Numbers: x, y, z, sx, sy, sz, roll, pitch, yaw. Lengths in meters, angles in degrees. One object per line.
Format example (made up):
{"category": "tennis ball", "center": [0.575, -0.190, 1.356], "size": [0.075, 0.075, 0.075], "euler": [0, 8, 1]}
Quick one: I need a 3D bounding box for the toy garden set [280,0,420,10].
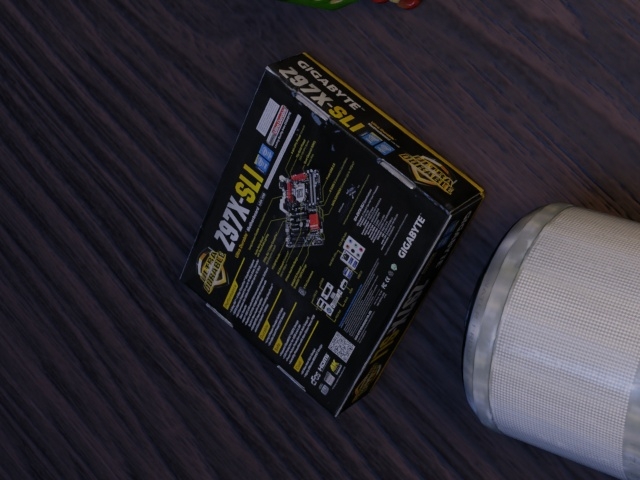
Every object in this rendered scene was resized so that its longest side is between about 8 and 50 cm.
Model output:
{"category": "toy garden set", "center": [0.101, -0.266, 1.045], "size": [0.244, 0.203, 0.049], "euler": [-16, 85, 32]}

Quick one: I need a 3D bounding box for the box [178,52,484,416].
{"category": "box", "center": [0.000, 0.000, 1.306], "size": [0.257, 0.079, 0.322], "euler": [40, 129, 19]}

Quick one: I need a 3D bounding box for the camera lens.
{"category": "camera lens", "center": [0.277, 0.097, 1.039], "size": [0.274, 0.219, 0.219], "euler": [18, 119, 31]}
